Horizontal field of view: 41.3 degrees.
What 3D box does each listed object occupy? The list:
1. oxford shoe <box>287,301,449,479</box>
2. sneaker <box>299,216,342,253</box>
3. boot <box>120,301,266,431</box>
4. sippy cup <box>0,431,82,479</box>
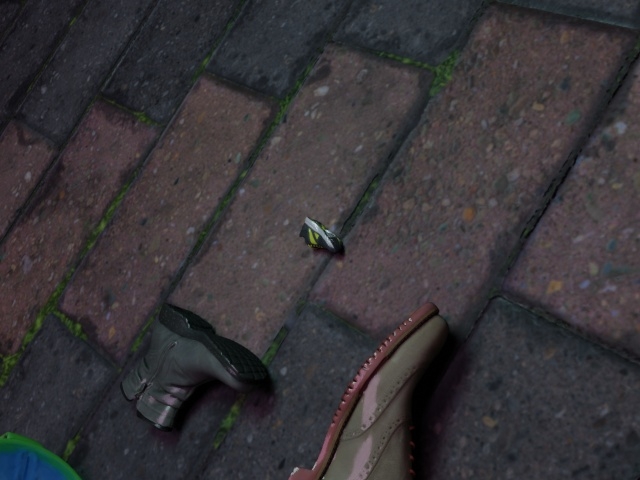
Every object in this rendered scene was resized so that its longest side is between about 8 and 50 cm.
[{"bbox_3d":[0.069,0.237,0.978,0.130,0.123,0.348,30,85,16],"label":"oxford shoe"},{"bbox_3d":[0.000,0.000,1.192,0.035,0.031,0.083,-59,42,14],"label":"sneaker"},{"bbox_3d":[-0.182,0.202,1.195,0.247,0.083,0.161,26,90,48],"label":"boot"},{"bbox_3d":[-0.468,0.437,1.187,0.240,0.305,0.224,44,111,1],"label":"sippy cup"}]
